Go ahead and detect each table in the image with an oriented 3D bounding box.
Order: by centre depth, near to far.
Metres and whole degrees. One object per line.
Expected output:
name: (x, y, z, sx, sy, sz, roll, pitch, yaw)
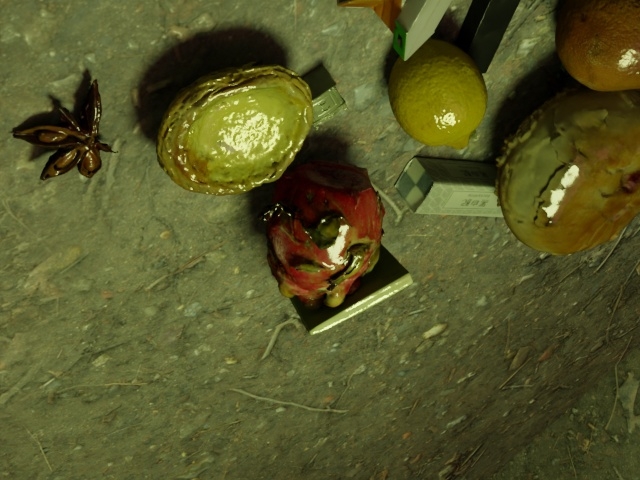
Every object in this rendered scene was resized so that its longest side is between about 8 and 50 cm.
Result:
table: (-0.002, -0.263, 1.752, 0.079, 0.062, 0.083, -33, 146, 2)

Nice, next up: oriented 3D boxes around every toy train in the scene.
toy train: (0.587, -0.387, 2.081, 0.147, 0.038, 0.071, -14, 143, -26)

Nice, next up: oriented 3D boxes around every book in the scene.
book: (0.049, 0.090, 2.031, 0.239, 0.352, 0.035, -28, 108, -3)

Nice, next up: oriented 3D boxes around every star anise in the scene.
star anise: (-0.419, -0.163, 1.558, 0.157, 0.053, 0.212, -21, 146, -16)

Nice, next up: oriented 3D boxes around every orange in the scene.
orange: (0.598, -0.413, 1.877, 0.264, 0.264, 0.264, -21, 144, -16)

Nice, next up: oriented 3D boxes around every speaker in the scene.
speaker: (0.323, -0.422, 1.824, 0.082, 0.044, 0.218, -11, 141, -29)

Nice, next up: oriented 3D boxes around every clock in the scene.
clock: (0.140, -0.461, 1.469, 0.166, 0.235, 0.310, -11, 146, -39)

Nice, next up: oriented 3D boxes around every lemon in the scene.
lemon: (0.223, -0.280, 1.803, 0.186, 0.187, 0.244, -28, 112, -6)

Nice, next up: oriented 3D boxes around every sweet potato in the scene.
sweet potato: (0.543, -0.323, 2.122, 0.044, 0.044, 0.179, -39, 145, 10)

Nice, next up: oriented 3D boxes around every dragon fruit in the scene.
dragon fruit: (0.000, 0.000, 1.881, 0.250, 0.269, 0.291, 14, 114, 0)

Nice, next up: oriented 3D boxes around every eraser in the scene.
eraser: (0.360, -0.119, 2.183, 0.403, 0.098, 0.096, 0, 135, -38)

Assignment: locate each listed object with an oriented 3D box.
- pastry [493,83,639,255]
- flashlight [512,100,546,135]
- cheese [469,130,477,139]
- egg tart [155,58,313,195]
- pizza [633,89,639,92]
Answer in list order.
pastry: (0.560, -0.159, 2.061, 0.409, 0.245, 0.410, -19, 136, -19)
flashlight: (0.490, -0.266, 2.161, 0.121, 0.057, 0.035, -60, 173, 25)
cheese: (0.321, -0.255, 2.035, 0.060, 0.041, 0.084, -19, 129, -31)
egg tart: (-0.158, -0.208, 1.650, 0.294, 0.123, 0.294, -21, 140, -18)
pizza: (0.757, -0.299, 2.256, 0.408, 0.114, 0.278, -36, 145, 7)
